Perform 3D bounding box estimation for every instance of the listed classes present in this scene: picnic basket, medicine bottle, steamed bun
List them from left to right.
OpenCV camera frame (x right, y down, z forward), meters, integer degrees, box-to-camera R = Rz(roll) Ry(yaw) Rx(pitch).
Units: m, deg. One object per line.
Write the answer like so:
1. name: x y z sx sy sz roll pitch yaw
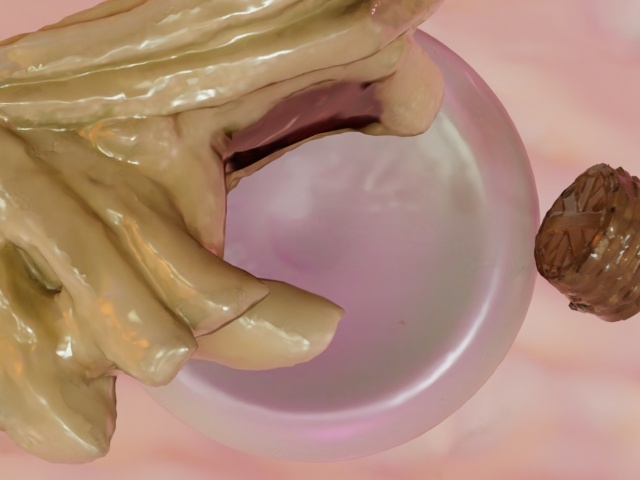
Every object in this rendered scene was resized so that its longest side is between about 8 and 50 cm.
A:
1. steamed bun: -0.134 0.000 0.875 0.428 0.189 0.247 -19 3 9
2. medicine bottle: 0.000 0.000 1.217 0.256 0.256 0.325 14 -1 4
3. picnic basket: 0.144 0.010 0.898 0.083 0.072 0.072 27 28 -22
